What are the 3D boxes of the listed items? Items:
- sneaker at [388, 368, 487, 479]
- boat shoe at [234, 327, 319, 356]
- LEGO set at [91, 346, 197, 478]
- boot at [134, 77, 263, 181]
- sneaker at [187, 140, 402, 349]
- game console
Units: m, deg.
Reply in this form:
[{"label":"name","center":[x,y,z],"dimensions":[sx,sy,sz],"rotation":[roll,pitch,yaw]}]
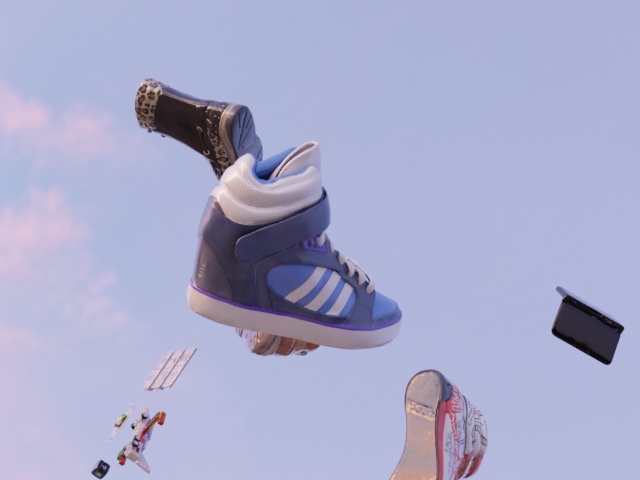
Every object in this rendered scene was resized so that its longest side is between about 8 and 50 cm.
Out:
[{"label":"sneaker","center":[0.171,0.330,1.588],"dimensions":[0.090,0.270,0.145],"rotation":[-14,-40,36]},{"label":"boat shoe","center":[-0.068,0.119,1.832],"dimensions":[0.116,0.324,0.123],"rotation":[11,-76,-13]},{"label":"LEGO set","center":[-0.280,0.290,1.838],"dimensions":[0.060,0.244,0.182],"rotation":[39,-21,-14]},{"label":"boot","center":[-0.190,-0.161,1.777],"dimensions":[0.178,0.085,0.236],"rotation":[21,-25,13]},{"label":"sneaker","center":[-0.001,0.000,1.414],"dimensions":[0.323,0.130,0.236],"rotation":[11,-75,-31]},{"label":"game console","center":[0.452,0.145,1.933],"dimensions":[0.122,0.107,0.071],"rotation":[30,-81,-8]}]
